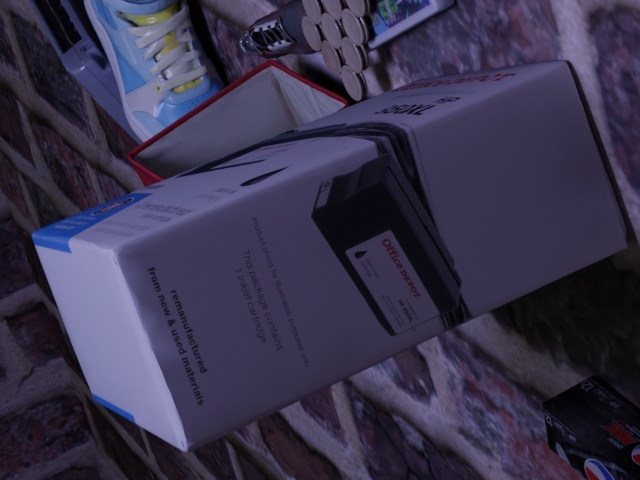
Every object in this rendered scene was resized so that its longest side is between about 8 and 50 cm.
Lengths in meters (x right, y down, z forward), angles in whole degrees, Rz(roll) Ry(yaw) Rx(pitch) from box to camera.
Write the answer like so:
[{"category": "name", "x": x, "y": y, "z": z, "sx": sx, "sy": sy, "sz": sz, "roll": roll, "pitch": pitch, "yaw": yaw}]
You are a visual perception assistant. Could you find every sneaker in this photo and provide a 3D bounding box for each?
[{"category": "sneaker", "x": -0.190, "y": -0.243, "z": 1.988, "sx": 0.319, "sy": 0.127, "sz": 0.208, "roll": 58, "pitch": 162, "yaw": 16}, {"category": "sneaker", "x": -0.041, "y": -0.207, "z": 1.720, "sx": 0.061, "sy": 0.064, "sz": 0.158, "roll": 66, "pitch": 162, "yaw": -5}]

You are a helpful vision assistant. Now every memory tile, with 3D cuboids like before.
[{"category": "memory tile", "x": 0.014, "y": -0.211, "z": 1.575, "sx": 0.113, "sy": 0.012, "sz": 0.148, "roll": 53, "pitch": 158, "yaw": 31}]

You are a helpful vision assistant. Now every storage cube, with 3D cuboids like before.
[{"category": "storage cube", "x": -0.048, "y": -0.039, "z": 1.725, "sx": 0.183, "sy": 0.215, "sz": 0.193, "roll": 35, "pitch": 155, "yaw": 55}]

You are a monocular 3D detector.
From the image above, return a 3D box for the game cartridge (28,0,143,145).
[{"category": "game cartridge", "x": -0.291, "y": -0.237, "z": 2.237, "sx": 0.198, "sy": 0.062, "sz": 0.297, "roll": 52, "pitch": -178, "yaw": -39}]

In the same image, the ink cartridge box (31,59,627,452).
[{"category": "ink cartridge box", "x": 0.000, "y": 0.000, "z": 1.364, "sx": 0.285, "sy": 0.394, "sz": 0.166, "roll": 7, "pitch": 118, "yaw": 68}]

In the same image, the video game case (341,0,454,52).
[{"category": "video game case", "x": 0.038, "y": -0.269, "z": 1.499, "sx": 0.183, "sy": 0.023, "sz": 0.201, "roll": 66, "pitch": 160, "yaw": -3}]

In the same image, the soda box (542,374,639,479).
[{"category": "soda box", "x": 0.259, "y": 0.183, "z": 1.414, "sx": 0.169, "sy": 0.060, "sz": 0.053, "roll": 40, "pitch": 150, "yaw": 51}]
